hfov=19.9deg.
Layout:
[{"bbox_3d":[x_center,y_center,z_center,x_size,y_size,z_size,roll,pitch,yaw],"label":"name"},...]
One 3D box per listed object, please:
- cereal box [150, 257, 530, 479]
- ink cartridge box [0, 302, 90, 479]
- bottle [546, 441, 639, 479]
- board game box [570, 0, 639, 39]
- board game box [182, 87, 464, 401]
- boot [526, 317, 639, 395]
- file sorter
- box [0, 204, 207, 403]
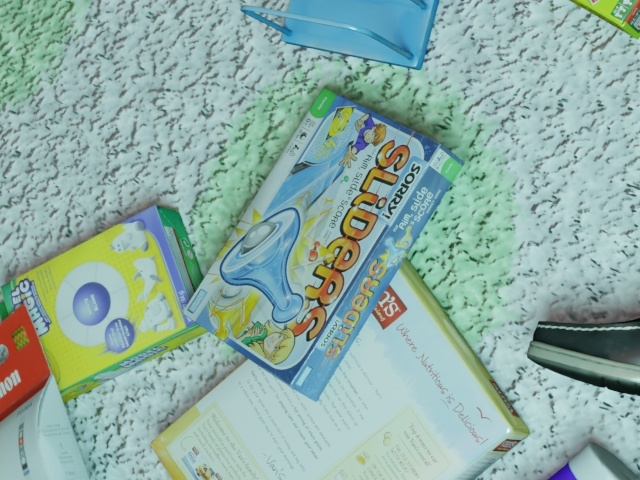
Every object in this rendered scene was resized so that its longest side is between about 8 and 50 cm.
[{"bbox_3d":[0.011,0.144,1.329,0.240,0.047,0.173,-40,66,14],"label":"cereal box"},{"bbox_3d":[-0.251,0.160,1.425,0.145,0.045,0.179,-37,70,40],"label":"ink cartridge box"},{"bbox_3d":[0.112,0.260,1.240,0.118,0.092,0.283,46,102,17],"label":"bottle"},{"bbox_3d":[0.230,-0.245,1.286,0.092,0.043,0.181,35,98,25],"label":"board game box"},{"bbox_3d":[0.000,0.000,1.326,0.136,0.035,0.201,29,87,44],"label":"board game box"},{"bbox_3d":[0.263,0.018,1.212,0.236,0.085,0.178,5,82,19],"label":"boot"},{"bbox_3d":[0.025,-0.229,1.346,0.118,0.104,0.170,14,88,25],"label":"file sorter"},{"bbox_3d":[-0.177,0.056,1.434,0.179,0.043,0.105,-28,72,21],"label":"box"}]
